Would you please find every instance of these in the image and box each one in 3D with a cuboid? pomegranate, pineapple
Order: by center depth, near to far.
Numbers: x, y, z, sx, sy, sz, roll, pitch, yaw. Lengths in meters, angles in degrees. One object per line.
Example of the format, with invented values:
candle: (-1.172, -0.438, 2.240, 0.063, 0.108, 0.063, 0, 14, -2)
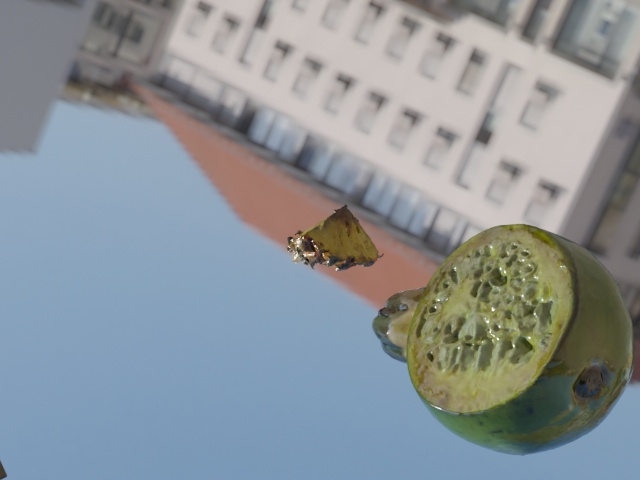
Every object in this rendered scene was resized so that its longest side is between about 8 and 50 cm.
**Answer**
pomegranate: (0.163, 0.105, 1.523, 0.159, 0.241, 0.189, 38, -140, -43)
pineapple: (0.000, 0.000, 2.004, 0.114, 0.077, 0.114, 7, 168, -40)

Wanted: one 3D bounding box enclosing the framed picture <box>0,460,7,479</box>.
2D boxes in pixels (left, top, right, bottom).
framed picture: (-0.368, 0.130, 1.700, 0.016, 0.184, 0.250, -26, -169, -17)
